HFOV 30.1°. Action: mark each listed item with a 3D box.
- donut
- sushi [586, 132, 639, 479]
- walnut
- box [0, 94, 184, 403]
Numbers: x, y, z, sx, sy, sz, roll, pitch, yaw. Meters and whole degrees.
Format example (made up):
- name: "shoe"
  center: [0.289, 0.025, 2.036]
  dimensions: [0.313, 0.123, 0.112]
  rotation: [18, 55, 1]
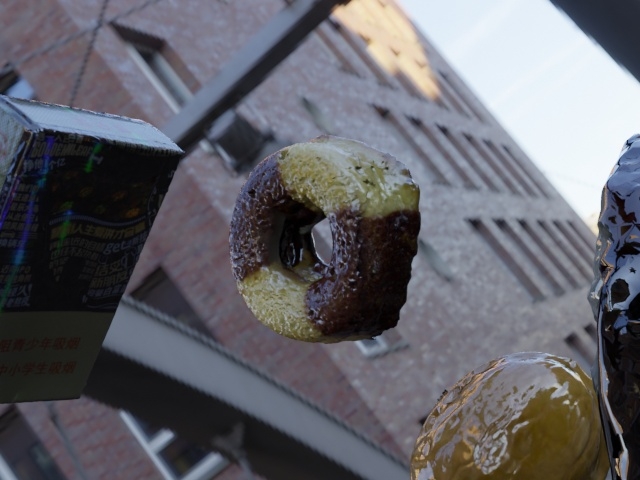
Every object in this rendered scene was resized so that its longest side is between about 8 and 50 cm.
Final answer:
- name: "donut"
  center: [0.000, 0.000, 0.767]
  dimensions: [0.140, 0.140, 0.059]
  rotation: [-46, -24, 29]
- name: "sushi"
  center: [0.308, 0.062, 0.651]
  dimensions: [0.294, 0.281, 0.299]
  rotation: [-2, 35, 31]
- name: "walnut"
  center: [0.160, 0.193, 1.037]
  dimensions: [0.211, 0.167, 0.087]
  rotation: [-61, -19, 3]
- name: "box"
  center: [-0.284, 0.019, 1.195]
  dimensions: [0.198, 0.084, 0.310]
  rotation: [4, -64, -52]
